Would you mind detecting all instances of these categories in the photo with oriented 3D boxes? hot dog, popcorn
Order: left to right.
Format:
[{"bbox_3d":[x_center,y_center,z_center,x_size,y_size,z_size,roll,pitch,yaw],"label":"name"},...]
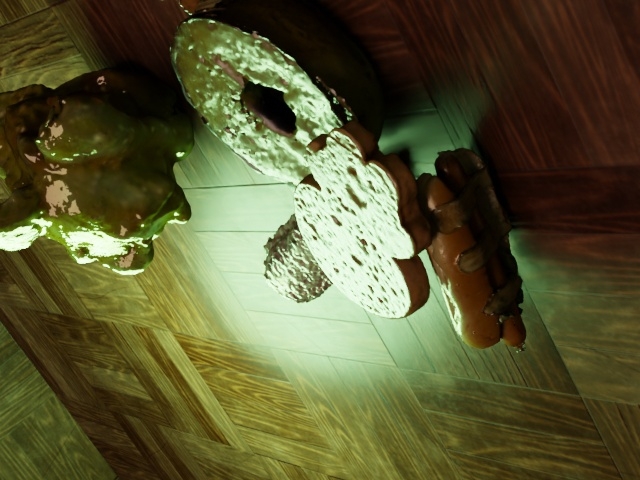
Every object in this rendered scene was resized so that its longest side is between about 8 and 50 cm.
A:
[{"bbox_3d":[-0.346,-0.087,1.474,0.321,0.326,0.290,0,131,42],"label":"popcorn"},{"bbox_3d":[0.170,0.016,1.149,0.072,0.109,0.270,3,128,42],"label":"hot dog"}]

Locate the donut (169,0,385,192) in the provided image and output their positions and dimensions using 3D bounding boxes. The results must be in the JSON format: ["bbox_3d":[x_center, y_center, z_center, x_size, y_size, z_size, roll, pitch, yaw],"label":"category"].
[{"bbox_3d":[-0.037,-0.173,1.204,0.272,0.107,0.272,32,153,19],"label":"donut"}]

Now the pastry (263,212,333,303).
[{"bbox_3d":[-0.008,0.010,1.375,0.103,0.112,0.265,41,152,-5],"label":"pastry"}]

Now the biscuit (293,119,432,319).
[{"bbox_3d":[0.047,-0.021,1.149,0.202,0.044,0.289,42,152,25],"label":"biscuit"}]

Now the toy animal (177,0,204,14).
[{"bbox_3d":[-0.116,-0.362,1.093,0.116,0.114,0.255,-123,27,-52],"label":"toy animal"}]
